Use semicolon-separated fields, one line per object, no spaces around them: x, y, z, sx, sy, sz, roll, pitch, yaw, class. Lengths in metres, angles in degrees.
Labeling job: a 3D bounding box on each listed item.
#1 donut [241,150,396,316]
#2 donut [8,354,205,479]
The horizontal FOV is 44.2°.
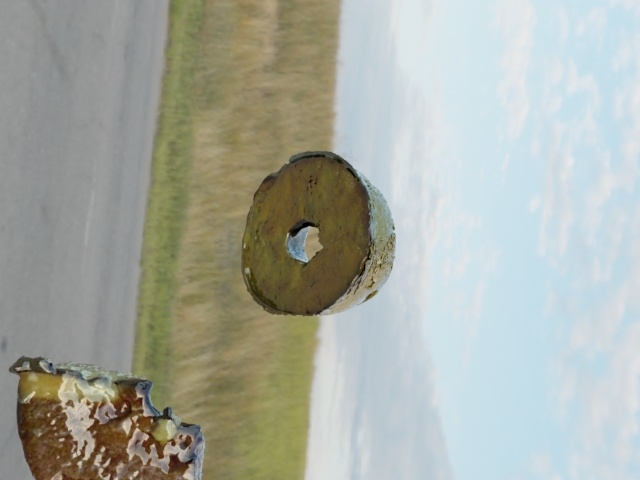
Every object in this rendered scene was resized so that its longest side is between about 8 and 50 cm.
0.000;0.000;1.182;0.272;0.107;0.272;-12;-107;41;donut
-0.189;0.186;0.721;0.126;0.186;0.144;-179;-76;-88;donut
